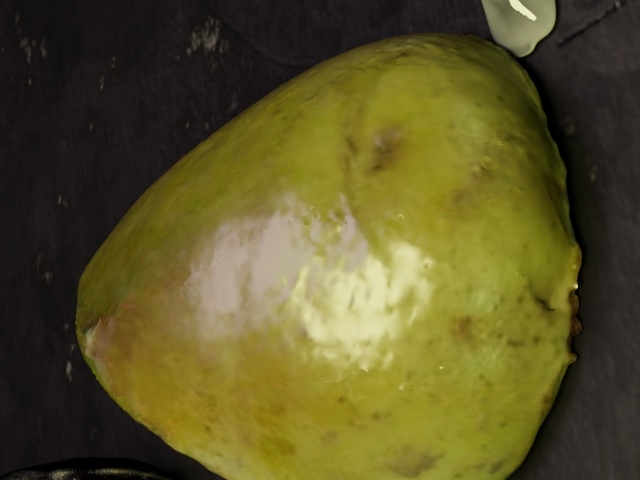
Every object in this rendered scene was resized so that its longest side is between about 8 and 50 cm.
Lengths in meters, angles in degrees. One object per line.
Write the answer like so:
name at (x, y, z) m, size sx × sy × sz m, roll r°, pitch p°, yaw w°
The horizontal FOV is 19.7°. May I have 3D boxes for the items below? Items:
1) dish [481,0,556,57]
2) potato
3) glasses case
dish at (0.116, -0.187, 1.179) m, size 0.091 × 0.039 × 0.137 m, roll -13°, pitch 75°, yaw 52°
potato at (0.000, 0.000, 1.172) m, size 0.280 × 0.213 × 0.330 m, roll -58°, pitch 45°, yaw 33°
glasses case at (-0.231, 0.234, 1.533) m, size 0.314 × 0.122 × 0.075 m, roll -26°, pitch 60°, yaw 49°
